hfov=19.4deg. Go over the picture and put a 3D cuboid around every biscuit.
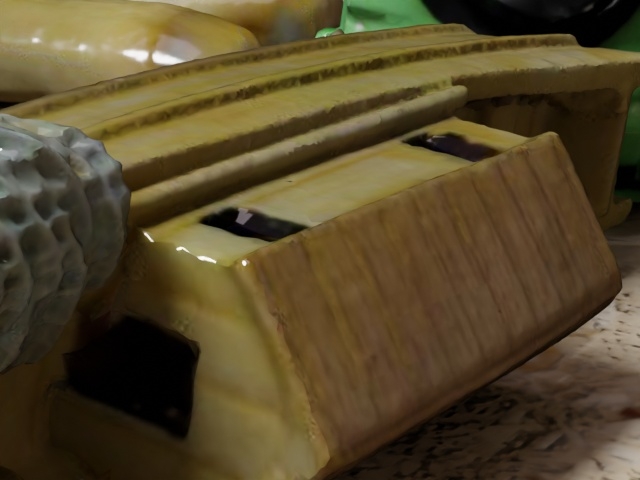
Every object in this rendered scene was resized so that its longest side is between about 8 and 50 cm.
[{"bbox_3d":[-0.150,-0.130,1.098,0.291,0.062,0.237,7,19,20],"label":"biscuit"}]

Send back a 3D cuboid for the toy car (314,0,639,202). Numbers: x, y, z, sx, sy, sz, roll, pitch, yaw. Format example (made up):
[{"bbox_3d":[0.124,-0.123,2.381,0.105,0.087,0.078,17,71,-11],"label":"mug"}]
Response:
[{"bbox_3d":[0.136,-0.100,0.868,0.359,0.176,0.213,7,12,-3],"label":"toy car"}]

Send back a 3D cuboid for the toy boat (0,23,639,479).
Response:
[{"bbox_3d":[0.000,0.000,0.603,0.162,0.135,0.445,17,22,27],"label":"toy boat"}]
